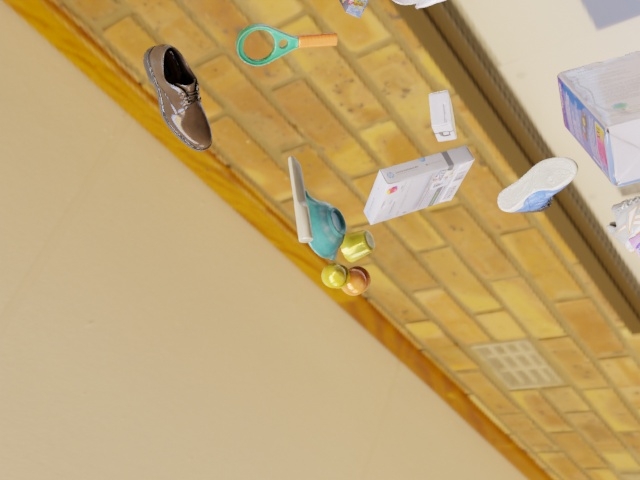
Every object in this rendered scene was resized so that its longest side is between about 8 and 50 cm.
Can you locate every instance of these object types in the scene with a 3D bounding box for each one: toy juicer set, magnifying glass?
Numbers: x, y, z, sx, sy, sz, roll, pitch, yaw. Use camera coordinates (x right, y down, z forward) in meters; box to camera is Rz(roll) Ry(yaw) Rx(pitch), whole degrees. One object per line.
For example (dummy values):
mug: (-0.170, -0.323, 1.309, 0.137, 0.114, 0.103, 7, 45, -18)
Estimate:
toy juicer set: (0.000, 0.000, 1.644, 0.329, 0.089, 0.209, 44, -142, -40)
magnifying glass: (-0.074, -0.438, 1.710, 0.231, 0.026, 0.092, -9, -52, -17)

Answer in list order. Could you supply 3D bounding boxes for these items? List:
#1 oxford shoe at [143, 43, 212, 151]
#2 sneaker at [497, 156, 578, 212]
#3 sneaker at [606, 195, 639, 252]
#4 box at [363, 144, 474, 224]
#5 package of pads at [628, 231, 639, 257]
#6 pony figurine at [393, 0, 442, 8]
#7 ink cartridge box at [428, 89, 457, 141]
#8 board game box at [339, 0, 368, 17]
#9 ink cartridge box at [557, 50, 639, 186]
oxford shoe: (-0.273, -0.279, 1.528, 0.083, 0.096, 0.227, -38, -66, -27)
sneaker: (0.389, -0.094, 1.339, 0.084, 0.152, 0.058, 3, -121, -48)
sneaker: (0.857, -0.083, 2.090, 0.099, 0.121, 0.262, -36, -28, -35)
box: (0.184, -0.103, 1.457, 0.186, 0.145, 0.038, -19, -115, -19)
package of pads: (0.692, 0.019, 1.622, 0.032, 0.050, 0.083, -17, -110, -29)
pony figurine: (0.304, -0.561, 1.321, 0.363, 0.351, 0.303, -5, -90, -53)
ink cartridge box: (0.374, -0.379, 2.358, 0.150, 0.063, 0.109, 34, -129, -71)
board game box: (0.099, -0.707, 2.055, 0.060, 0.194, 0.194, 6, -117, -42)
ink cartridge box: (0.694, -0.296, 1.687, 0.395, 0.270, 0.151, -94, -12, -57)
